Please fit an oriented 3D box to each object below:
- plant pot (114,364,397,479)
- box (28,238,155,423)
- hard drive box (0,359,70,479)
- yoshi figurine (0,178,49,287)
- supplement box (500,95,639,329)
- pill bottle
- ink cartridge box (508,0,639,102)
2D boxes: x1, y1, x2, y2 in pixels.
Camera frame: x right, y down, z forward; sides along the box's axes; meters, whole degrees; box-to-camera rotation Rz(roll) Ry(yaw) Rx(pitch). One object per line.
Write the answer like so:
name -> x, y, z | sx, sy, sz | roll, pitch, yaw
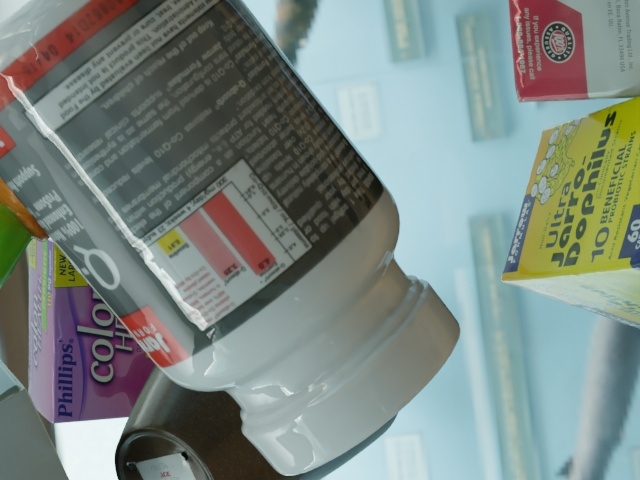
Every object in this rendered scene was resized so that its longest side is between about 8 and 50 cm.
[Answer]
plant pot -> -0.072, 0.154, 1.385 | 0.230, 0.215, 0.215 | -42, -55, -50
box -> -0.215, 0.091, 1.850 | 0.117, 0.243, 0.214 | -159, 69, -64
hard drive box -> -0.285, 0.183, 1.328 | 0.232, 0.089, 0.181 | 29, 144, 60
yoshi figurine -> -0.365, 0.040, 1.182 | 0.203, 0.362, 0.203 | 41, -178, -30
supplement box -> 0.364, -0.025, 1.649 | 0.356, 0.195, 0.194 | 164, 124, -74
pill bottle -> -0.075, -0.026, 1.099 | 0.363, 0.210, 0.210 | 52, -157, -8
ink cartridge box -> 0.401, -0.299, 1.653 | 0.160, 0.384, 0.279 | -30, -63, -61
